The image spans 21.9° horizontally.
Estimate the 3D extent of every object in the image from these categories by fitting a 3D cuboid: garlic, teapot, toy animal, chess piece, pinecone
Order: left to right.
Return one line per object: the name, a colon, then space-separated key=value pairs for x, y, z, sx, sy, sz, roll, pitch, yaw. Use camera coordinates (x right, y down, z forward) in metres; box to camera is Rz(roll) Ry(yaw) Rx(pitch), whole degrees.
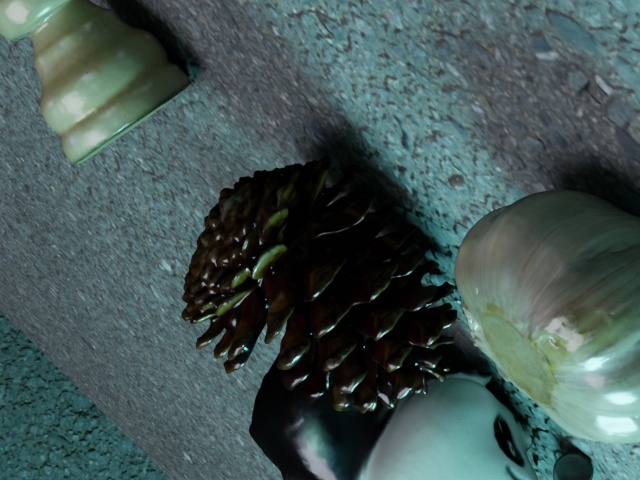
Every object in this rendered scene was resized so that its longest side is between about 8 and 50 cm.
chess piece: x=-0.285 y=-0.248 z=1.796 sx=0.300 sy=0.167 sz=0.167 roll=57 pitch=159 yaw=-5
pinecone: x=0.003 y=0.056 z=1.640 sx=0.292 sy=0.246 sz=0.246 roll=39 pitch=160 yaw=-6
toy animal: x=0.096 y=0.234 z=1.798 sx=0.310 sy=0.251 sz=0.251 roll=44 pitch=161 yaw=29
teapot: x=0.267 y=0.265 z=1.767 sx=0.043 sy=0.043 sz=0.111 roll=39 pitch=161 yaw=22
garlic: x=0.215 y=0.059 z=1.330 sx=0.228 sy=0.152 sz=0.228 roll=47 pitch=167 yaw=14
